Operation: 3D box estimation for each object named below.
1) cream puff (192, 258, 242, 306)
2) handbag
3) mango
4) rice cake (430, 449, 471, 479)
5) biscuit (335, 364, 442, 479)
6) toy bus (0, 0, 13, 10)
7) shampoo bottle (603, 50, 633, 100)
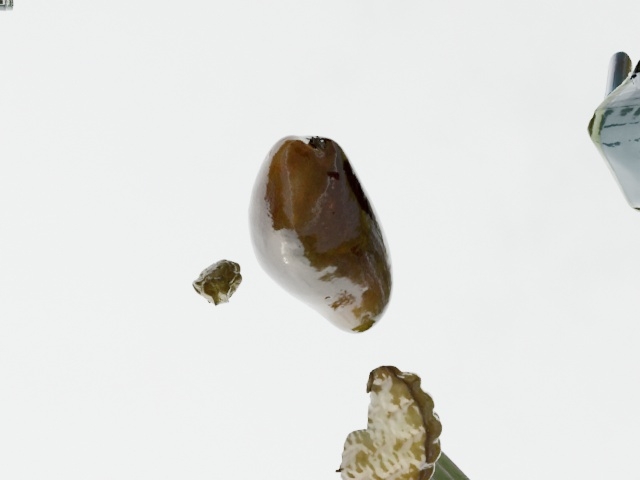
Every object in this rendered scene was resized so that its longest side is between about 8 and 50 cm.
[{"bbox_3d":[-0.167,0.070,1.331,0.083,0.058,0.083,-22,-148,-2],"label":"cream puff"},{"bbox_3d":[0.553,-0.165,1.120,0.263,0.241,0.222,-38,-72,-18],"label":"handbag"},{"bbox_3d":[0.000,0.000,0.836,0.133,0.267,0.111,-41,-136,-16],"label":"mango"},{"bbox_3d":[0.169,0.372,1.128,0.189,0.037,0.198,1,-145,-43],"label":"rice cake"},{"bbox_3d":[0.092,0.240,0.958,0.118,0.183,0.061,37,-151,30],"label":"biscuit"},{"bbox_3d":[-0.614,-0.470,1.471,0.088,0.175,0.101,-1,-75,-15],"label":"toy bus"},{"bbox_3d":[0.588,-0.290,1.590,0.050,0.087,0.183,2,-136,22],"label":"shampoo bottle"}]
